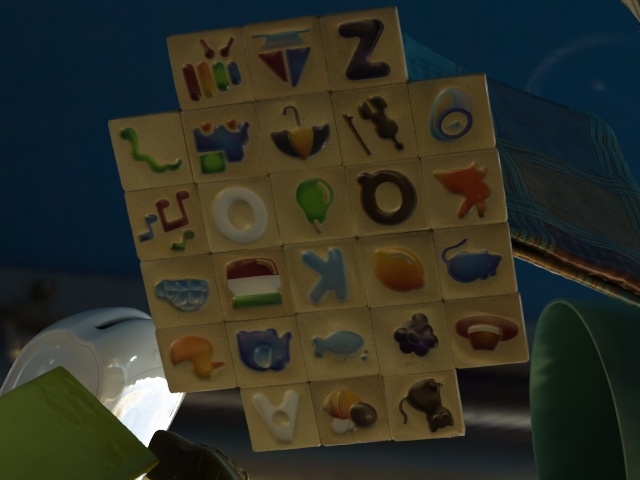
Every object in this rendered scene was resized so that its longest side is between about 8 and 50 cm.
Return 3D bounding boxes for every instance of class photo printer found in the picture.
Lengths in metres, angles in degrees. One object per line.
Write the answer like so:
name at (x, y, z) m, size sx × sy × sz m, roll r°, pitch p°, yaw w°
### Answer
photo printer at (-0.240, 0.204, 1.640) m, size 0.107 × 0.308 × 0.256 m, roll 28°, pitch 5°, yaw 15°

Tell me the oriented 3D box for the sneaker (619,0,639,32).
sneaker at (0.273, -0.218, 1.473) m, size 0.058 × 0.052 × 0.135 m, roll 16°, pitch -35°, yaw 39°

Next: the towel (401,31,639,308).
towel at (0.197, -0.065, 1.597) m, size 0.271 × 0.370 × 0.040 m, roll 21°, pitch -66°, yaw -18°

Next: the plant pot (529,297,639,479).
plant pot at (0.352, 0.188, 1.654) m, size 0.235 × 0.293 × 0.293 m, roll -6°, pitch -34°, yaw -10°

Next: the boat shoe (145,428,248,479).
boat shoe at (-0.073, 0.163, 1.185) m, size 0.045 × 0.135 × 0.050 m, roll 16°, pitch -82°, yaw -32°

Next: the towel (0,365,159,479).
towel at (-0.209, 0.159, 1.106) m, size 0.237 × 0.102 × 0.021 m, roll -31°, pitch -20°, yaw -52°

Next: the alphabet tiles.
alphabet tiles at (0.000, 0.000, 1.310) m, size 0.285 × 0.011 × 0.343 m, roll -7°, pitch -70°, yaw 11°
